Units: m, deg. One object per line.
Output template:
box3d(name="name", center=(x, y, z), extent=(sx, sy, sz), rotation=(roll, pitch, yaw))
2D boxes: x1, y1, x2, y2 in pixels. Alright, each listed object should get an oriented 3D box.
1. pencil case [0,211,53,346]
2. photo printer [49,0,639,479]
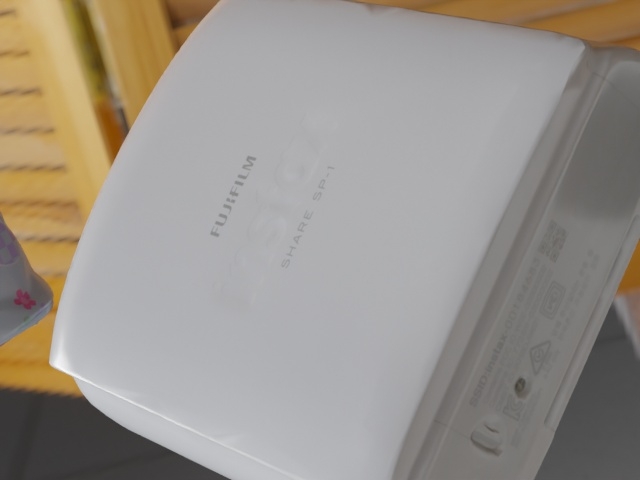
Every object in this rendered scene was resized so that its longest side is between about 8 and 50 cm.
box3d(name="pencil case", center=(-0.279, -0.044, 1.110), extent=(0.113, 0.273, 0.124), rotation=(-22, -168, 24))
box3d(name="photo printer", center=(0.000, 0.000, 0.874), extent=(0.307, 0.107, 0.256), rotation=(18, -100, 46))
